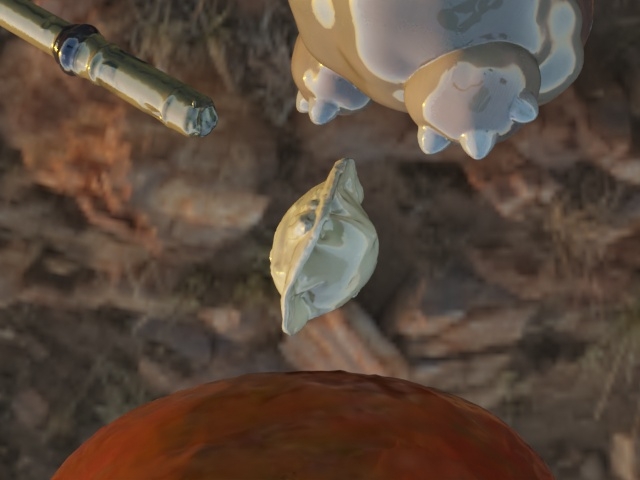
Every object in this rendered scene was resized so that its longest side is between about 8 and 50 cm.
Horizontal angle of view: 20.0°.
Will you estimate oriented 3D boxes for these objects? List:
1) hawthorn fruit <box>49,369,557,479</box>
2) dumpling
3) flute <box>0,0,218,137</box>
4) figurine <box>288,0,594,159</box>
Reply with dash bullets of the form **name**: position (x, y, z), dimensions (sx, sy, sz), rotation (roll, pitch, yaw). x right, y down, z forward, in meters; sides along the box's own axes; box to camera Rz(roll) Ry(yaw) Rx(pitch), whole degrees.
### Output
- **hawthorn fruit**: position (-0.003, 0.177, 0.682), dimensions (0.262, 0.258, 0.258), rotation (11, 140, -40)
- **dumpling**: position (-0.002, -0.001, 0.821), dimensions (0.076, 0.052, 0.057), rotation (-36, 134, -13)
- **flute**: position (-0.139, -0.103, 0.816), dimensions (0.233, 0.027, 0.027), rotation (30, 141, 24)
- **figurine**: position (0.108, -0.241, 1.210), dimensions (0.203, 0.380, 0.248), rotation (26, 178, -39)
